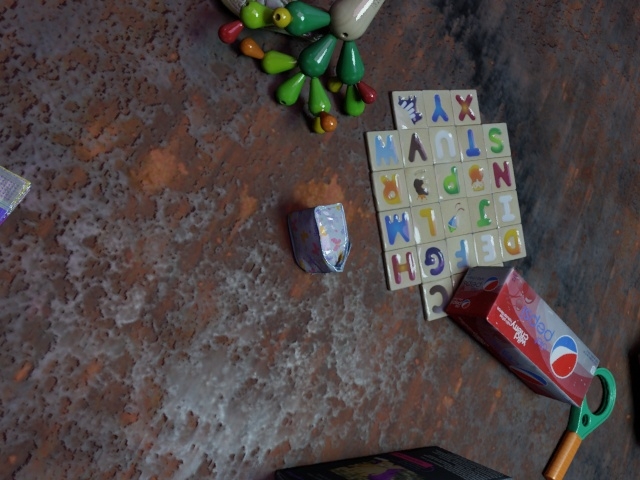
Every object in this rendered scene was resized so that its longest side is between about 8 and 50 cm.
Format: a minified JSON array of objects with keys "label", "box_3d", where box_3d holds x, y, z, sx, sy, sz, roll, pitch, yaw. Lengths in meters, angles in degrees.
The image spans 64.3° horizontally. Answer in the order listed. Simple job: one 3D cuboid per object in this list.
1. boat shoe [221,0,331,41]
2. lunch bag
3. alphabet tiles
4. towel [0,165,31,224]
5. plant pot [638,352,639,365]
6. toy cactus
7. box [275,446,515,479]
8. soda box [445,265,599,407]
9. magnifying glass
[{"label":"boat shoe","box_3d":[-0.056,-0.291,0.646,0.153,0.048,0.056,9,105,-21]},{"label":"lunch bag","box_3d":[0.000,0.000,0.638,0.053,0.071,0.083,-9,89,-33]},{"label":"alphabet tiles","box_3d":[0.203,-0.062,0.787,0.285,0.011,0.342,-10,92,-29]},{"label":"towel","box_3d":[-0.333,-0.039,0.494,0.060,0.009,0.083,38,70,-22]},{"label":"plant pot","box_3d":[0.694,0.281,0.941,0.201,0.201,0.180,-13,76,-29]},{"label":"toy cactus","box_3d":[0.006,-0.234,0.612,0.219,0.112,0.180,33,111,-32]},{"label":"box","box_3d":[0.091,0.367,0.623,0.271,0.143,0.165,4,84,-28]},{"label":"soda box","box_3d":[0.316,0.149,0.786,0.263,0.083,0.092,41,72,-23]},{"label":"magnifying glass","box_3d":[0.456,0.322,0.894,0.092,0.026,0.231,50,65,-17]}]
